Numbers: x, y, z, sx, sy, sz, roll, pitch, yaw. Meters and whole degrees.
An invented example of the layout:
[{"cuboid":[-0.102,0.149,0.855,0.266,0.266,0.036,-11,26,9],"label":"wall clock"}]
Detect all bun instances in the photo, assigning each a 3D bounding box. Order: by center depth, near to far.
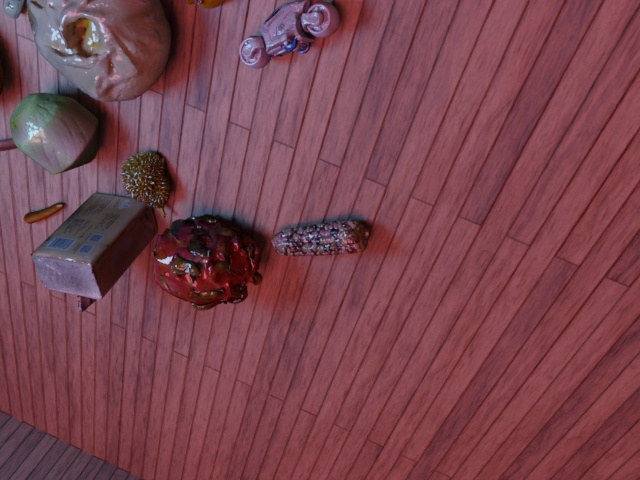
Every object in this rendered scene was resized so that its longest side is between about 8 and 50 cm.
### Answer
[{"cuboid":[-0.527,-0.481,1.512,0.365,0.219,0.365,13,127,18],"label":"bun"}]

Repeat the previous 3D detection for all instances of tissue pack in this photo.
[{"cuboid":[-0.639,0.039,1.900,0.238,0.305,0.238,12,131,14],"label":"tissue pack"}]

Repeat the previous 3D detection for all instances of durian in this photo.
[{"cuboid":[-0.490,-0.145,1.832,0.146,0.102,0.208,-4,127,19],"label":"durian"}]

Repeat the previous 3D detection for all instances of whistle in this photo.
[{"cuboid":[-0.737,-0.637,1.579,0.114,0.077,0.235,31,134,-10],"label":"whistle"}]

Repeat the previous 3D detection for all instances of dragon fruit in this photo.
[{"cuboid":[-0.306,0.069,1.826,0.291,0.250,0.269,6,134,0],"label":"dragon fruit"}]

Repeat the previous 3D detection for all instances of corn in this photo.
[{"cuboid":[0.000,0.000,1.736,0.280,0.092,0.092,-7,122,31],"label":"corn"}]

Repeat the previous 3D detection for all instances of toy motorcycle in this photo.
[{"cuboid":[-0.074,-0.459,1.423,0.254,0.112,0.112,-15,118,31],"label":"toy motorcycle"}]

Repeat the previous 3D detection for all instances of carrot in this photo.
[{"cuboid":[-0.882,-0.090,2.088,0.190,0.037,0.037,-15,118,28],"label":"carrot"}]

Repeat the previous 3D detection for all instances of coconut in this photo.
[{"cuboid":[-0.703,-0.286,1.749,0.236,0.204,0.236,-7,135,-7],"label":"coconut"}]

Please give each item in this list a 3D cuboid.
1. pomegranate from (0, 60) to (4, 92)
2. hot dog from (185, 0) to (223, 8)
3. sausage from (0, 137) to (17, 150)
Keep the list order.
[{"cuboid":[-0.977,-0.432,1.712,0.229,0.270,0.252,9,136,7],"label":"pomegranate"},{"cuboid":[-0.216,-0.585,1.390,0.102,0.076,0.249,42,129,-15],"label":"hot dog"},{"cuboid":[-0.930,-0.291,1.955,0.147,0.035,0.030,-3,156,27],"label":"sausage"}]
